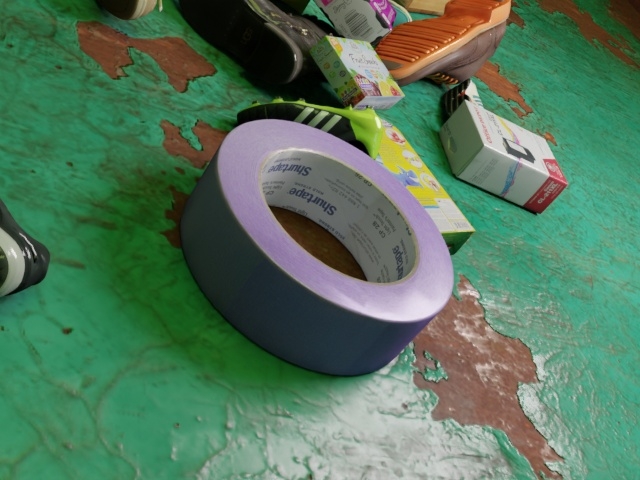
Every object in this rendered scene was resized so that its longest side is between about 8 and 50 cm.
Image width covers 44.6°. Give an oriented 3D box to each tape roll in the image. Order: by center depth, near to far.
[{"bbox_3d":[0.000,0.000,0.801,0.274,0.090,0.275,24,37,-19],"label":"tape roll"}]

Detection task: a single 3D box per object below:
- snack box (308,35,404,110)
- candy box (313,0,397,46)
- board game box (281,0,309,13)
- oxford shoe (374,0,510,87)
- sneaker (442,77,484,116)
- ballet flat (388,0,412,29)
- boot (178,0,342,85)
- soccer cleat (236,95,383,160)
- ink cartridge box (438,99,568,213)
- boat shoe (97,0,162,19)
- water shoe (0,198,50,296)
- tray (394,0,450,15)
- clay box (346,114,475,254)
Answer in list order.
[{"bbox_3d":[0.053,-0.230,1.084,0.100,0.037,0.141,56,28,7],"label":"snack box"},{"bbox_3d":[0.019,-0.407,1.193,0.233,0.071,0.159,49,23,-15],"label":"candy box"},{"bbox_3d":[-0.092,-0.460,1.309,0.181,0.043,0.092,29,35,-12],"label":"board game box"},{"bbox_3d":[0.218,-0.319,1.355,0.130,0.133,0.363,26,45,36],"label":"oxford shoe"},{"bbox_3d":[0.254,-0.222,1.346,0.075,0.057,0.161,54,22,-19],"label":"sneaker"},{"bbox_3d":[0.058,-0.432,1.398,0.248,0.086,0.086,40,33,1],"label":"ballet flat"},{"bbox_3d":[-0.065,-0.310,1.133,0.263,0.091,0.229,48,29,9],"label":"boot"},{"bbox_3d":[-0.014,-0.129,0.940,0.178,0.060,0.072,4,80,2],"label":"soccer cleat"},{"bbox_3d":[0.288,-0.132,1.239,0.175,0.072,0.127,20,37,-25],"label":"ink cartridge box"},{"bbox_3d":[-0.253,-0.381,1.011,0.089,0.105,0.285,2,46,-37],"label":"boat shoe"},{"bbox_3d":[-0.297,-0.027,0.596,0.203,0.073,0.080,43,7,8],"label":"water shoe"},{"bbox_3d":[0.127,-0.652,1.716,0.202,0.076,0.411,-13,57,-49],"label":"tray"},{"bbox_3d":[0.087,-0.076,1.003,0.127,0.053,0.222,-3,49,-43],"label":"clay box"}]
